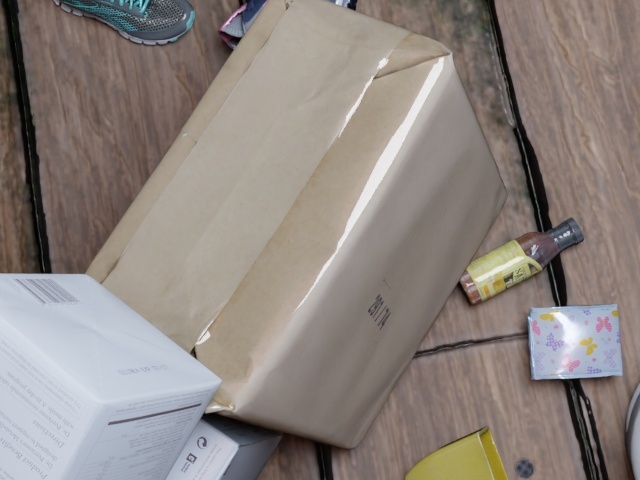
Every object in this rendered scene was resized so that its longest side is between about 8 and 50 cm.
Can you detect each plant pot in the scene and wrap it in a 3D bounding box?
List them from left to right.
[{"bbox_3d":[0.127,0.227,0.962,0.083,0.081,0.081,-22,79,13],"label":"plant pot"}]

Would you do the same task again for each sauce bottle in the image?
[{"bbox_3d":[0.193,0.018,1.007,0.128,0.042,0.042,-28,79,2],"label":"sauce bottle"}]

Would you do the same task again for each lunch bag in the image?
[{"bbox_3d":[0.238,0.096,0.986,0.083,0.053,0.071,-3,82,-5],"label":"lunch bag"}]

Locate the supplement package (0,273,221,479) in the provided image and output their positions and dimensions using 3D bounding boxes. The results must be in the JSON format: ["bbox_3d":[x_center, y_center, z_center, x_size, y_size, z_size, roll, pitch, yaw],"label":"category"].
[{"bbox_3d":[-0.200,0.157,0.664,0.134,0.139,0.244,35,101,22],"label":"supplement package"}]

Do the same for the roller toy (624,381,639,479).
[{"bbox_3d":[0.371,0.179,0.911,0.209,0.146,0.191,-13,85,12],"label":"roller toy"}]

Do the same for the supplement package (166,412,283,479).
[{"bbox_3d":[-0.159,0.217,0.892,0.145,0.262,0.204,32,86,10],"label":"supplement package"}]

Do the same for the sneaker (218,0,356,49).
[{"bbox_3d":[-0.031,-0.237,1.035,0.131,0.112,0.319,12,80,4],"label":"sneaker"}]

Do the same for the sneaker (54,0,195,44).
[{"bbox_3d":[-0.213,-0.251,1.071,0.166,0.076,0.065,16,83,7],"label":"sneaker"}]

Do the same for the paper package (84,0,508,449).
[{"bbox_3d":[0.000,0.000,0.872,0.168,0.325,0.309,31,85,23],"label":"paper package"}]
